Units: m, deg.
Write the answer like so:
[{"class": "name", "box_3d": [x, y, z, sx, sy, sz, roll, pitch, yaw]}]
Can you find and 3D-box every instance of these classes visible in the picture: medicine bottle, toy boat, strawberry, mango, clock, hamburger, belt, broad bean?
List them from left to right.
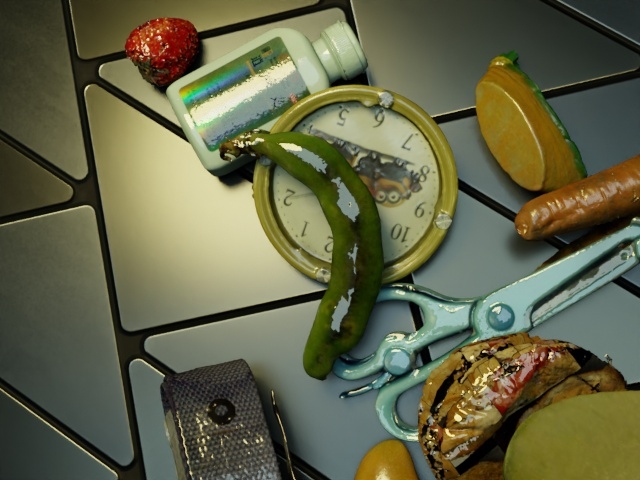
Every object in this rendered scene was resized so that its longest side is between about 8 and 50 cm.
[{"class": "strawberry", "box_3d": [-0.189, -0.234, 1.149, 0.083, 0.083, 0.096, 29, 56, 11]}, {"class": "belt", "box_3d": [-0.092, 0.243, 1.011, 0.126, 0.140, 0.231, -11, 65, -15]}, {"class": "medicine bottle", "box_3d": [-0.057, -0.179, 1.117, 0.229, 0.083, 0.121, -28, 80, 1]}, {"class": "broad bean", "box_3d": [0.000, 0.000, 1.039, 0.144, 0.049, 0.292, -21, 90, 8]}, {"class": "clock", "box_3d": [0.040, -0.062, 1.082, 0.237, 0.057, 0.237, 1, 100, 6]}, {"class": "mango", "box_3d": [0.086, 0.309, 1.014, 0.102, 0.085, 0.184, -22, 74, 9]}, {"class": "hamburger", "box_3d": [0.216, 0.198, 0.979, 0.231, 0.107, 0.231, -3, 103, -13]}, {"class": "toy boat", "box_3d": [0.247, -0.118, 1.079, 0.088, 0.089, 0.229, -18, 74, -36]}]

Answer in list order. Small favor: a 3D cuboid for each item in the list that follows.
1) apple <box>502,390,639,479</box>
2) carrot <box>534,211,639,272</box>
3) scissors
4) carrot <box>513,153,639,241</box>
[{"class": "apple", "box_3d": [0.303, 0.300, 0.802, 0.360, 0.320, 0.312, 19, 94, 15]}, {"class": "carrot", "box_3d": [0.365, -0.021, 1.048, 0.314, 0.066, 0.066, -28, 78, 3]}, {"class": "scissors", "box_3d": [0.190, 0.081, 1.038, 0.393, 0.032, 0.180, -30, 83, 11]}, {"class": "carrot", "box_3d": [0.299, -0.044, 1.017, 0.186, 0.060, 0.060, -23, 78, 2]}]
